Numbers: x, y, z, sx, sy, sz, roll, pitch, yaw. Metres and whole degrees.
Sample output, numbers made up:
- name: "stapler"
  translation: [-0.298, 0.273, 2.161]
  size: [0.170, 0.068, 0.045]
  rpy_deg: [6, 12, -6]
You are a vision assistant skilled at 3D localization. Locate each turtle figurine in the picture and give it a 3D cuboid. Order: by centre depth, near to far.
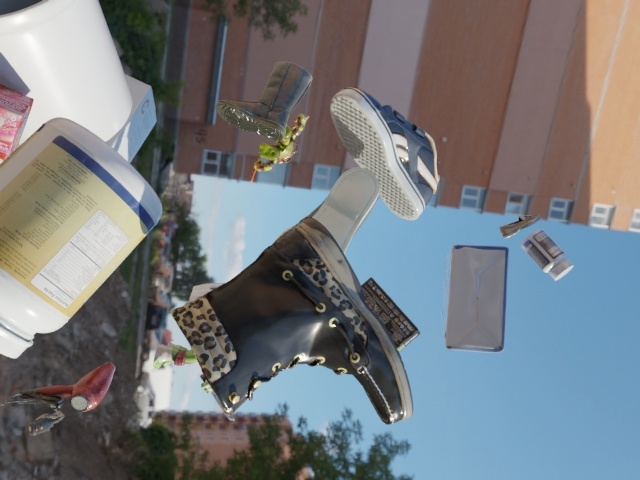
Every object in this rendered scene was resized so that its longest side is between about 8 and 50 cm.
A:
- name: "turtle figurine"
  translation: [-0.339, 0.391, 1.746]
  size: [0.198, 0.266, 0.275]
  rpy_deg: [-69, 166, -63]
- name: "turtle figurine"
  translation: [-0.121, -0.263, 1.755]
  size: [0.269, 0.087, 0.217]
  rpy_deg: [-45, 178, 6]

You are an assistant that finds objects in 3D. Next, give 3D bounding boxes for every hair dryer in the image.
- name: "hair dryer"
  translation: [-0.686, 0.399, 1.624]
  size: [0.223, 0.293, 0.080]
  rpy_deg: [21, -64, 40]

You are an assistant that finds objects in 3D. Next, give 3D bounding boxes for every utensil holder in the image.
- name: "utensil holder"
  translation: [-0.618, -0.425, 1.329]
  size: [0.386, 0.327, 0.328]
  rpy_deg: [86, 1, -57]

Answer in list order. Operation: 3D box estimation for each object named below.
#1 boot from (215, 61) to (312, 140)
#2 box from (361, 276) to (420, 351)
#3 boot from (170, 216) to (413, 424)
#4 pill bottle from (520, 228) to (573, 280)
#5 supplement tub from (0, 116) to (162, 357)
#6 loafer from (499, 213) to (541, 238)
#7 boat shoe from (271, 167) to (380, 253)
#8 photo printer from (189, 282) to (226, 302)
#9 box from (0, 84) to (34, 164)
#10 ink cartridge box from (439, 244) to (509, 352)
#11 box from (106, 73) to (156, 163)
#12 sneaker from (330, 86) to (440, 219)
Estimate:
- name: "boot"
  translation: [-0.132, -0.356, 1.450]
  size: [0.076, 0.189, 0.209]
  rpy_deg: [137, -27, -65]
- name: "box"
  translation: [0.191, 0.300, 2.168]
  size: [0.270, 0.216, 0.060]
  rpy_deg: [48, -1, 27]
- name: "boot"
  translation: [-0.037, 0.186, 0.970]
  size: [0.378, 0.284, 0.138]
  rpy_deg: [63, -17, -11]
- name: "pill bottle"
  translation: [0.640, 0.041, 1.694]
  size: [0.137, 0.078, 0.078]
  rpy_deg: [54, -34, 23]
- name: "supplement tub"
  translation: [-0.425, -0.005, 0.914]
  size: [0.316, 0.228, 0.228]
  rpy_deg: [-51, -174, -17]
- name: "loafer"
  translation: [0.569, -0.049, 1.715]
  size: [0.039, 0.125, 0.045]
  rpy_deg: [62, -7, 2]
- name: "boat shoe"
  translation: [0.000, 0.000, 1.138]
  size: [0.319, 0.116, 0.099]
  rpy_deg: [-51, 172, -21]
- name: "photo printer"
  translation: [-0.289, 0.264, 1.920]
  size: [0.107, 0.255, 0.308]
  rpy_deg: [-85, -179, -51]
- name: "box"
  translation: [-0.709, -0.257, 1.153]
  size: [0.128, 0.256, 0.123]
  rpy_deg: [-58, -155, 21]
- name: "ink cartridge box"
  translation: [0.417, 0.165, 1.681]
  size: [0.395, 0.151, 0.270]
  rpy_deg: [46, 49, -80]
- name: "box"
  translation: [-0.691, -0.344, 1.937]
  size: [0.215, 0.168, 0.345]
  rpy_deg: [117, -2, -67]
- name: "sneaker"
  translation: [0.137, -0.195, 1.202]
  size: [0.126, 0.321, 0.127]
  rpy_deg: [14, -122, 47]
